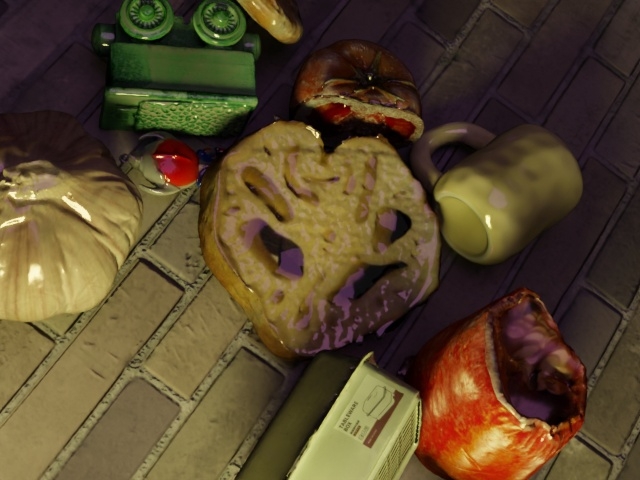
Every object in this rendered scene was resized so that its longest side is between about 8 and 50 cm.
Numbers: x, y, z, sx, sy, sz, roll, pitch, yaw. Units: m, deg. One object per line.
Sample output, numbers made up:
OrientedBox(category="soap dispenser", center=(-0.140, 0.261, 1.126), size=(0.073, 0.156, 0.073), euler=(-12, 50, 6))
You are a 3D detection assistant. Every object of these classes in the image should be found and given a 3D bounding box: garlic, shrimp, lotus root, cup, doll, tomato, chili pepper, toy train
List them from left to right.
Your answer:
OrientedBox(category="garlic", center=(-0.400, -0.028, 1.528), size=(0.317, 0.259, 0.318), euler=(7, 62, -13))
OrientedBox(category="toy train", center=(-0.221, -0.275, 1.741), size=(0.266, 0.145, 0.202), euler=(2, 71, -15))
OrientedBox(category="doll", center=(-0.214, -0.115, 1.727), size=(0.194, 0.062, 0.104), euler=(7, 84, -22))
OrientedBox(category="shrimp", center=(-0.157, -0.500, 1.838), size=(0.110, 0.221, 0.446), euler=(-36, 66, 15))
OrientedBox(category="lotus root", center=(0.000, 0.000, 1.705), size=(0.390, 0.111, 0.375), euler=(19, 69, -16))
OrientedBox(category="tomato", center=(0.057, -0.242, 1.794), size=(0.214, 0.181, 0.155), euler=(10, 61, -16))
OrientedBox(category="cup", center=(0.268, -0.103, 1.796), size=(0.202, 0.173, 0.255), euler=(-34, 82, -26))
OrientedBox(category="chili pepper", center=(0.264, 0.211, 1.600), size=(0.229, 0.305, 0.251), euler=(17, 61, -12))

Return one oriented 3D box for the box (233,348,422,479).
OrientedBox(category="box", center=(0.012, 0.307, 1.534), size=(0.166, 0.221, 0.290), euler=(25, 61, 19))
